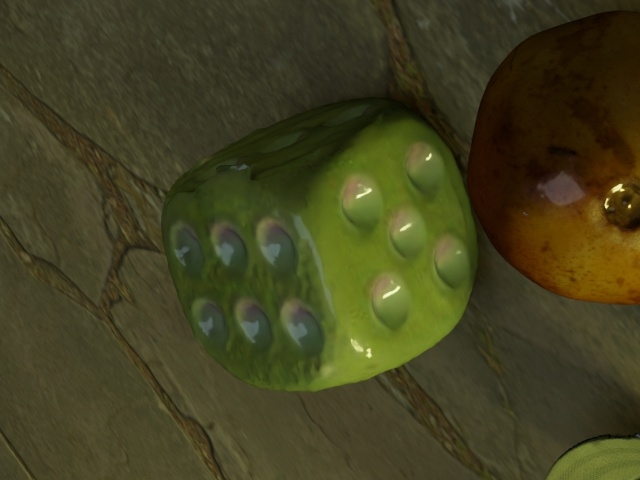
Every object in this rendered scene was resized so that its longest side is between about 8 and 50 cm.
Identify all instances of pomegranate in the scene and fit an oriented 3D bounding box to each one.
[{"bbox_3d":[0.256,-0.072,1.111,0.264,0.264,0.264,23,127,33],"label":"pomegranate"}]

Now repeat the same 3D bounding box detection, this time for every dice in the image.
[{"bbox_3d":[0.000,0.000,1.385,0.252,0.250,0.254,-5,109,45],"label":"dice"}]

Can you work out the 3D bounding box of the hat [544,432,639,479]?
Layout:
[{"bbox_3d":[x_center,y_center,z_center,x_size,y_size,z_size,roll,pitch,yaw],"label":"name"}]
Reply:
[{"bbox_3d":[0.357,0.280,1.314,0.252,0.110,0.252,16,121,29],"label":"hat"}]
